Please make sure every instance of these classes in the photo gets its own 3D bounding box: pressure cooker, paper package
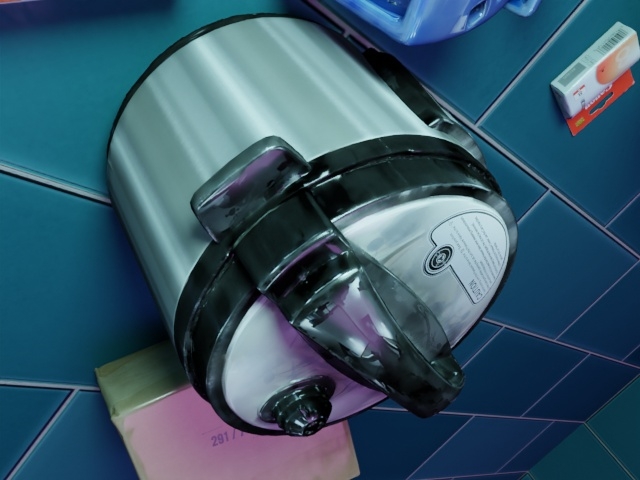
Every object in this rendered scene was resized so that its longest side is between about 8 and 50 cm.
[{"bbox_3d":[-0.004,0.005,0.692,0.370,0.420,0.375,-6,133,-31],"label":"pressure cooker"},{"bbox_3d":[-0.138,0.289,1.015,0.325,0.168,0.309,-22,114,-18],"label":"paper package"}]

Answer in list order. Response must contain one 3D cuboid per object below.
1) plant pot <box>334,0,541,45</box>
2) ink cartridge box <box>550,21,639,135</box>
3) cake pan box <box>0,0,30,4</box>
[{"bbox_3d":[0.115,-0.337,0.586,0.212,0.236,0.236,-17,139,-34],"label":"plant pot"},{"bbox_3d":[0.478,-0.259,1.091,0.145,0.045,0.179,-43,140,10],"label":"ink cartridge box"},{"bbox_3d":[-0.216,-0.320,0.476,0.246,0.070,0.267,-17,139,-26],"label":"cake pan box"}]
